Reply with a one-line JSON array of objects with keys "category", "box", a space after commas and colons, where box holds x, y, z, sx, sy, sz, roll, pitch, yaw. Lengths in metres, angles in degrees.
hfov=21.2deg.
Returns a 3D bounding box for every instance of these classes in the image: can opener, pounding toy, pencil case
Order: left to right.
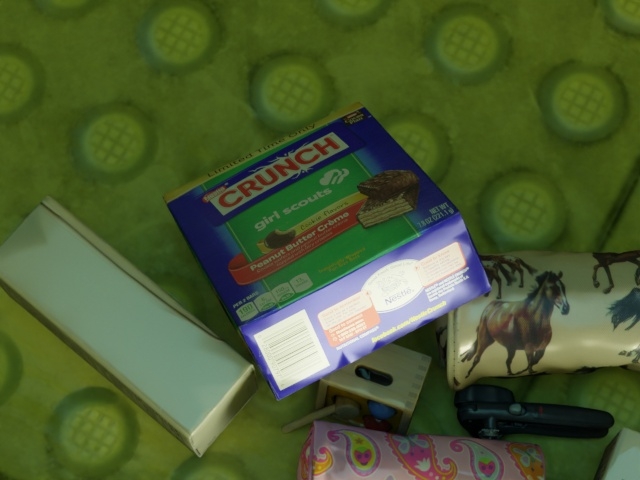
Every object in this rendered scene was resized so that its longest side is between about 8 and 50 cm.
[{"category": "pounding toy", "box": [0.039, 0.177, 1.960, 0.141, 0.130, 0.100, 19, 64, 5]}, {"category": "pencil case", "box": [0.115, 0.273, 1.915, 0.284, 0.124, 0.124, 8, 75, -6]}, {"category": "can opener", "box": [0.247, 0.203, 1.975, 0.186, 0.059, 0.073, 6, 68, 1]}, {"category": "pencil case", "box": [0.333, 0.085, 1.950, 0.410, 0.183, 0.159, -2, 81, -2]}]

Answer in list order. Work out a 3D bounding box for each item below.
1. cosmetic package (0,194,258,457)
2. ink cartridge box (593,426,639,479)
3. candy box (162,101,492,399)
[{"category": "cosmetic package", "box": [-0.224, 0.101, 1.959, 0.309, 0.160, 0.113, 38, 78, 9]}, {"category": "ink cartridge box", "box": [0.329, 0.325, 1.896, 0.087, 0.153, 0.208, 22, 75, 8]}, {"category": "candy box", "box": [0.000, 0.000, 1.916, 0.268, 0.122, 0.317, -27, 32, -6]}]
